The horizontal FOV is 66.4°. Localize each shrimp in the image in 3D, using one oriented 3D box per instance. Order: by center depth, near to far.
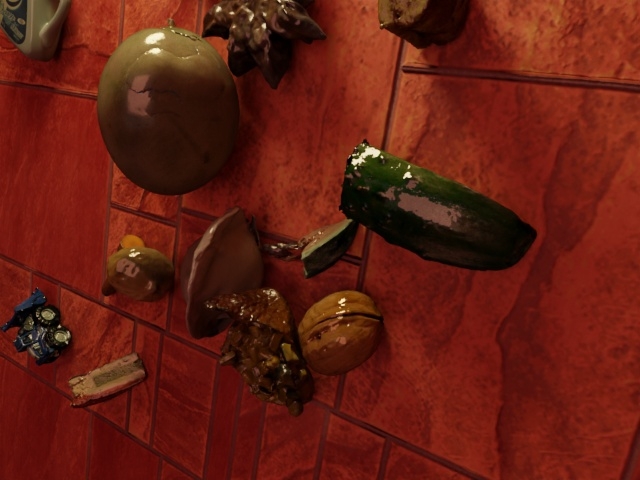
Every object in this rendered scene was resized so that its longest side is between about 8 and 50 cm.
[{"bbox_3d":[-0.078,0.025,1.009,0.092,0.029,0.038,1,97,26],"label":"shrimp"}]

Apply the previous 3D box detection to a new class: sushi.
[{"bbox_3d":[-0.103,0.219,0.940,0.166,0.179,0.296,0,121,15],"label":"sushi"}]

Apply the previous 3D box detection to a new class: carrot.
[{"bbox_3d":[-0.519,0.078,1.260,0.061,0.061,0.210,48,121,17],"label":"carrot"}]

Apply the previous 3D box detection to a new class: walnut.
[{"bbox_3d":[0.037,0.168,0.900,0.180,0.144,0.144,-36,78,36],"label":"walnut"}]

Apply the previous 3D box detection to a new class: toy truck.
[{"bbox_3d":[-0.830,0.254,1.414,0.113,0.126,0.208,-44,73,27],"label":"toy truck"}]

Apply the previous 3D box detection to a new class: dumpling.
[{"bbox_3d":[-0.222,0.066,0.999,0.163,0.204,0.293,32,121,37],"label":"dumpling"}]

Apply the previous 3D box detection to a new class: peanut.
[{"bbox_3d":[-0.428,0.078,1.162,0.159,0.109,0.141,30,106,-7],"label":"peanut"}]

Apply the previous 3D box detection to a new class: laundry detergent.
[{"bbox_3d":[-0.715,-0.631,1.256,0.280,0.105,0.215,-47,73,24],"label":"laundry detergent"}]

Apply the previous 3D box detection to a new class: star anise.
[{"bbox_3d":[-0.098,-0.443,0.918,0.315,0.108,0.315,2,93,37],"label":"star anise"}]

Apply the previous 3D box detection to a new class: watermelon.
[{"bbox_3d":[0.009,0.006,0.929,0.155,0.101,0.080,-25,76,15],"label":"watermelon"}]

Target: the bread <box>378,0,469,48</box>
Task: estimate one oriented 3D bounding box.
[{"bbox_3d":[0.161,-0.369,0.740,0.103,0.172,0.132,14,104,28],"label":"bread"}]

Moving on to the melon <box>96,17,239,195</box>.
[{"bbox_3d":[-0.294,-0.256,0.960,0.268,0.268,0.330,27,127,25],"label":"melon"}]

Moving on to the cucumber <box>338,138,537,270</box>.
[{"bbox_3d":[0.179,-0.044,0.803,0.325,0.105,0.145,27,92,21],"label":"cucumber"}]

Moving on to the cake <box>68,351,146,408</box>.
[{"bbox_3d":[-0.576,0.375,1.289,0.220,0.116,0.086,-31,74,30],"label":"cake"}]
